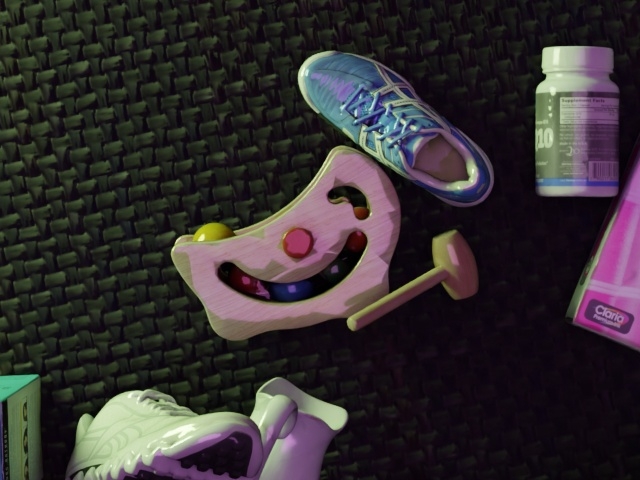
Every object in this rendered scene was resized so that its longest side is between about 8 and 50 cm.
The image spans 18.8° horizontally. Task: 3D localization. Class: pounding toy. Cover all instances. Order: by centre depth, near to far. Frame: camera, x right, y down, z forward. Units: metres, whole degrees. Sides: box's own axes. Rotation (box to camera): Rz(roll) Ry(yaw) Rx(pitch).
[{"bbox_3d":[0.000,0.000,1.742,0.270,0.155,0.154,-11,96,0],"label":"pounding toy"}]

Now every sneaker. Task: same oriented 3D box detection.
[{"bbox_3d":[-0.148,0.180,1.697,0.110,0.292,0.118,22,62,-29],"label":"sneaker"},{"bbox_3d":[0.073,-0.108,1.778,0.211,0.081,0.080,33,92,1],"label":"sneaker"}]

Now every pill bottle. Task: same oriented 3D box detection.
[{"bbox_3d":[0.236,-0.108,1.780,0.078,0.078,0.137,0,91,0],"label":"pill bottle"}]

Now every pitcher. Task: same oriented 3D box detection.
[{"bbox_3d":[-0.062,0.231,1.735,0.125,0.178,0.207,26,90,13],"label":"pitcher"}]

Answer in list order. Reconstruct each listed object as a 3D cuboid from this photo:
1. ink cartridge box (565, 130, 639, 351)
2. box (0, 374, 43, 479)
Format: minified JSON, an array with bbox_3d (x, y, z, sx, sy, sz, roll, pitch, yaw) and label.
[{"bbox_3d":[0.377,-0.061,1.792,0.176,0.069,0.371,22,89,-1],"label":"ink cartridge box"},{"bbox_3d":[-0.289,0.178,1.699,0.060,0.244,0.100,-2,91,-1],"label":"box"}]
